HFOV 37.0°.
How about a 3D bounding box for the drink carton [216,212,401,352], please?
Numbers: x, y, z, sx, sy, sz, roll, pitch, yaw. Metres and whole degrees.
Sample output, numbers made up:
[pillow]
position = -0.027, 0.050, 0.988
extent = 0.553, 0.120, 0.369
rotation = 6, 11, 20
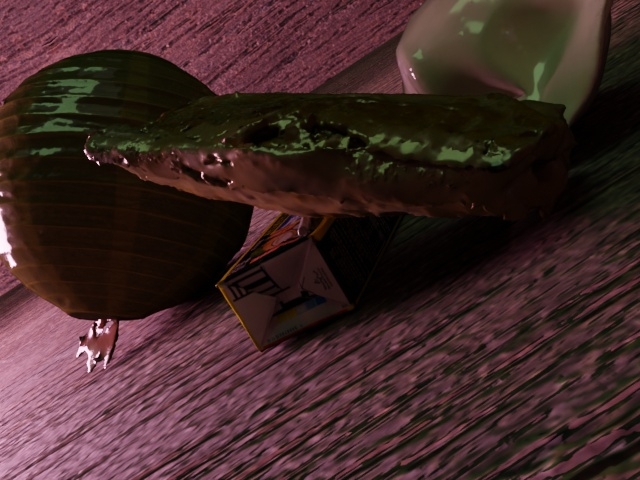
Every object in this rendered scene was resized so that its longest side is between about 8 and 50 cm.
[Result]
[drink carton]
position = 0.000, 0.000, 0.602
extent = 0.071, 0.056, 0.166
rotation = -24, 13, 22

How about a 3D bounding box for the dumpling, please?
[dumpling]
position = 0.110, -0.097, 0.599
extent = 0.215, 0.126, 0.166
rotation = -15, 46, 35

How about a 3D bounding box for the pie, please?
[pie]
position = -0.002, -0.049, 0.533
extent = 0.282, 0.068, 0.128
rotation = 10, 22, 32

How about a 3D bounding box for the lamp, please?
[lamp]
position = -0.176, -0.024, 0.841
extent = 0.250, 0.284, 0.250
rotation = 2, -16, 0
